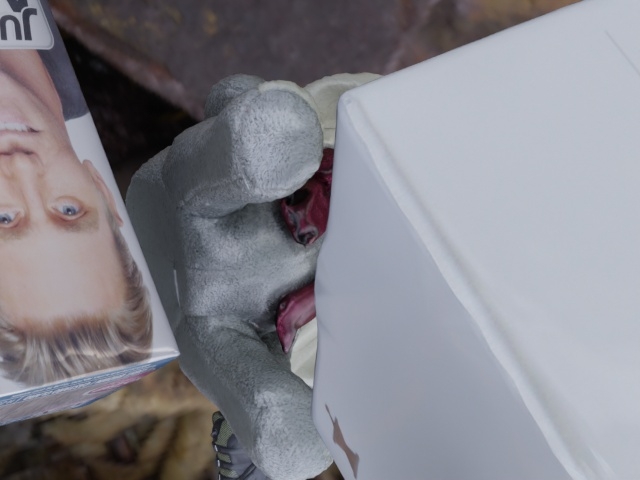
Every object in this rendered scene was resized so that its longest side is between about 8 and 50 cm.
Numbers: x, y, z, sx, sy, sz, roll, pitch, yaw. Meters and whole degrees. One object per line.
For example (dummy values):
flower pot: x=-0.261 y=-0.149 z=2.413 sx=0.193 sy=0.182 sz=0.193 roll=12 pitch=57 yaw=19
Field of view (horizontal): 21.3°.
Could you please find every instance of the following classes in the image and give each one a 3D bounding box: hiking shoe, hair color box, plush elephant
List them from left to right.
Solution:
hair color box: x=-0.234 y=-0.057 z=1.079 sx=0.105 sy=0.347 sz=0.174 roll=-28 pitch=169 yaw=38
hiking shoe: x=-0.076 y=0.239 z=1.881 sx=0.086 sy=0.114 sz=0.227 roll=-4 pitch=130 yaw=-39
plush elephant: x=0.000 y=0.000 z=1.265 sx=0.255 sy=0.330 sz=0.272 roll=-11 pitch=101 yaw=-27

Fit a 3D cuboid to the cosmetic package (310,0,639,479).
cosmetic package: x=0.240 y=0.066 z=0.913 sx=0.394 sy=0.327 sz=0.329 roll=-23 pitch=151 yaw=-17
